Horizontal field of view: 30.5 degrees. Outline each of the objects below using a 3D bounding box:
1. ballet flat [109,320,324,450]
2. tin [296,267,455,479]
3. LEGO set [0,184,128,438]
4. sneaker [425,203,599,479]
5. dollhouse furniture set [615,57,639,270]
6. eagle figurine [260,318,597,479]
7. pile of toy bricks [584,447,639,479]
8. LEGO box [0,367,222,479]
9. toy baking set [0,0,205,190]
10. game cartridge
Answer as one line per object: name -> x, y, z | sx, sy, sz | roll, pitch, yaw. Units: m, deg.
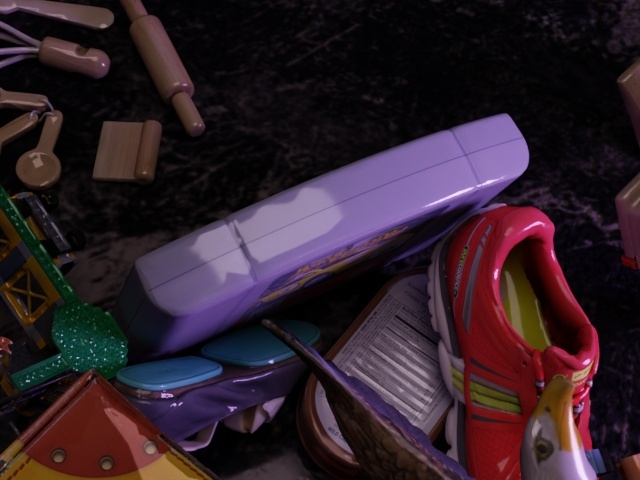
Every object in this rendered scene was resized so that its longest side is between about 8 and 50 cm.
ballet flat -> -0.073, 0.107, 0.823 | 0.074, 0.074, 0.203 | 49, 32, 20
tin -> 0.062, 0.099, 0.881 | 0.106, 0.040, 0.189 | 37, 59, 8
LEGO set -> -0.306, 0.083, 0.742 | 0.255, 0.192, 0.331 | 51, 31, -1
sneaker -> 0.147, 0.108, 0.812 | 0.107, 0.118, 0.279 | -10, 80, -28
dollhouse furniture set -> 0.356, -0.054, 0.936 | 0.259, 0.135, 0.262 | -41, 37, -18
eagle figurine -> 0.086, 0.158, 0.566 | 0.298, 0.226, 0.225 | 3, 83, 19
pile of toy bricks -> 0.136, 0.198, 0.715 | 0.105, 0.212, 0.118 | 10, 57, -53
LEGO box -> -0.146, 0.377, 0.576 | 0.372, 0.193, 0.500 | 36, 59, 13
toy baking set -> -0.216, -0.146, 0.988 | 0.197, 0.030, 0.256 | -15, 62, -18
game cartridge -> 0.000, 0.000, 0.834 | 0.294, 0.196, 0.060 | -23, 77, -21
